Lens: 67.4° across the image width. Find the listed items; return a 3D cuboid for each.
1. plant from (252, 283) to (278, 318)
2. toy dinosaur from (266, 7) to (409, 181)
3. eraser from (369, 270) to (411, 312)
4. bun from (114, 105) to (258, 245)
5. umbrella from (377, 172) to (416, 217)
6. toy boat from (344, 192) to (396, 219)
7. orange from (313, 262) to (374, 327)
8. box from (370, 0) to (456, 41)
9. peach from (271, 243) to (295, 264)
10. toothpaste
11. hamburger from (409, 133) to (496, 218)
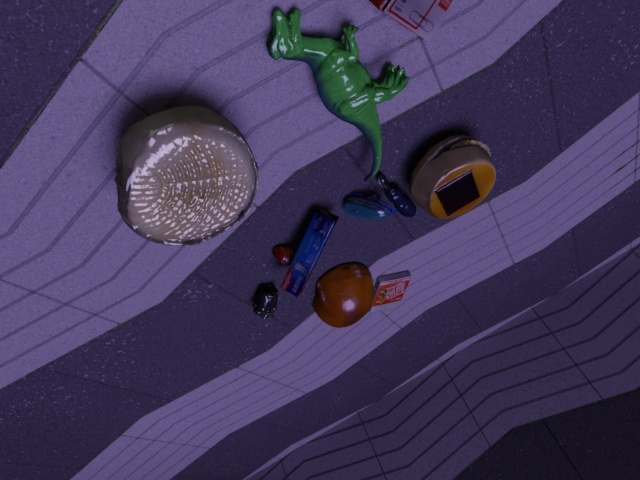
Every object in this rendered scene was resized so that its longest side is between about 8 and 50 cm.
[{"bbox_3d":[-0.208,0.237,1.839,0.091,0.094,0.143,-11,136,-36],"label":"plant"},{"bbox_3d":[0.035,-0.339,1.273,0.373,0.144,0.501,-5,133,-18],"label":"toy dinosaur"},{"bbox_3d":[0.309,0.236,2.175,0.157,0.038,0.230,-10,139,-21],"label":"eraser"},{"bbox_3d":[-0.343,-0.171,1.196,0.363,0.202,0.365,-19,138,-18],"label":"bun"},{"bbox_3d":[0.259,-0.155,1.679,0.071,0.071,0.248,-40,136,17],"label":"umbrella"},{"bbox_3d":[0.177,-0.128,1.638,0.174,0.110,0.091,15,142,16],"label":"toy boat"},{"bbox_3d":[0.099,0.227,2.007,0.273,0.274,0.311,-6,107,-24],"label":"orange"},{"bbox_3d":[0.218,-0.575,1.128,0.182,0.099,0.133,13,126,-40],"label":"box"},{"bbox_3d":[-0.125,0.043,1.696,0.083,0.077,0.050,36,126,-2],"label":"peach"},{"bbox_3d":[-0.040,0.044,1.653,0.321,0.076,0.066,-64,173,23],"label":"toothpaste"},{"bbox_3d":[0.440,-0.215,1.613,0.299,0.176,0.300,-16,143,-13],"label":"hamburger"}]
